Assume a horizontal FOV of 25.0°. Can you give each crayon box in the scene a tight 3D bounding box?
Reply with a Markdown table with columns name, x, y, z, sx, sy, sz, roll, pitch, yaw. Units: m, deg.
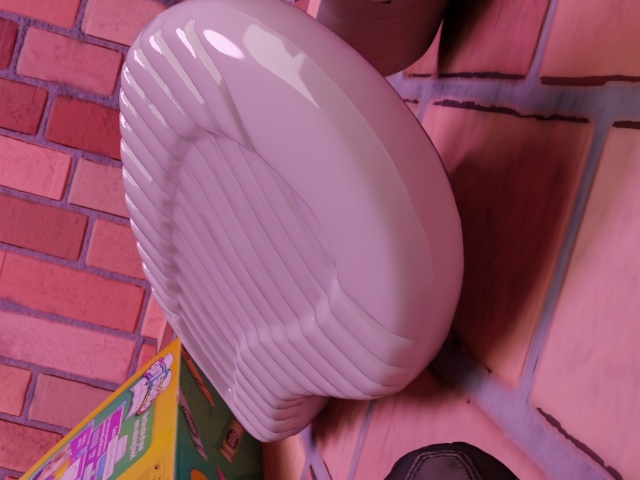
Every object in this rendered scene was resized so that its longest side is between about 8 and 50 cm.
| name | x | y | z | sx | sy | sz | roll | pitch | yaw |
| --- | --- | --- | --- | --- | --- | --- | --- | --- | --- |
| crayon box | -0.120 | 0.176 | 0.899 | 0.165 | 0.081 | 0.278 | -41 | 14 | 7 |

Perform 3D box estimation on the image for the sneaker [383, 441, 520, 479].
| name | x | y | z | sx | sy | sz | roll | pitch | yaw |
| --- | --- | --- | --- | --- | --- | --- | --- | --- | --- |
| sneaker | 0.006 | 0.149 | 0.379 | 0.106 | 0.078 | 0.234 | -85 | 16 | -64 |

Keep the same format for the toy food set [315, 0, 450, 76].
| name | x | y | z | sx | sy | sz | roll | pitch | yaw |
| --- | --- | --- | --- | --- | --- | --- | --- | --- | --- |
| toy food set | 0.049 | -0.250 | 0.667 | 0.219 | 0.092 | 0.306 | 109 | 172 | -66 |

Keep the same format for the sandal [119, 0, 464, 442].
| name | x | y | z | sx | sy | sz | roll | pitch | yaw |
| --- | --- | --- | --- | --- | --- | --- | --- | --- | --- |
| sandal | -0.009 | -0.013 | 0.637 | 0.102 | 0.169 | 0.416 | -35 | -4 | -17 |
